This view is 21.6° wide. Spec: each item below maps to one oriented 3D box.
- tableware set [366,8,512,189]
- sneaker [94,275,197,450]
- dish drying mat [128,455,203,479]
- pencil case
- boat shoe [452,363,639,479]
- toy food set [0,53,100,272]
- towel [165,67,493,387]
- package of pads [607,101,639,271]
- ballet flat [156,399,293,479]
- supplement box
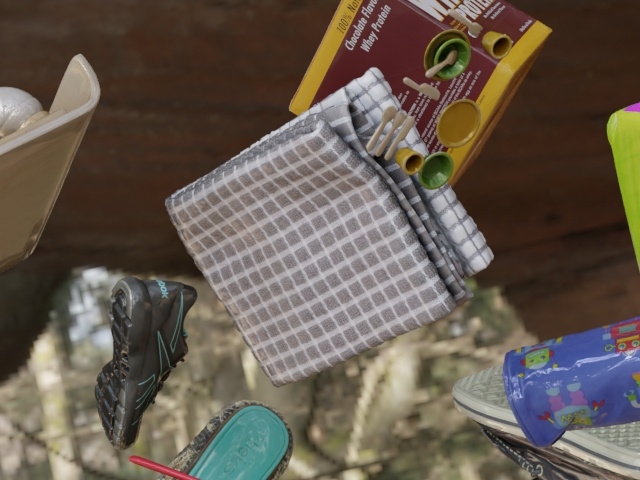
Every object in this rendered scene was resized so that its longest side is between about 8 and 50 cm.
[{"bbox_3d":[0.115,-0.121,1.485,0.104,0.154,0.024,25,11,-40],"label":"tableware set"},{"bbox_3d":[-0.226,0.165,2.196,0.106,0.267,0.101,-7,38,-30],"label":"sneaker"},{"bbox_3d":[-0.122,0.200,1.433,0.083,0.008,0.032,17,-10,24],"label":"dish drying mat"},{"bbox_3d":[0.362,0.149,1.884,0.306,0.133,0.119,-15,35,18],"label":"pencil case"},{"bbox_3d":[0.352,0.287,2.357,0.187,0.156,0.500,-19,21,-27],"label":"boat shoe"},{"bbox_3d":[-0.342,-0.038,1.509,0.306,0.092,0.219,-33,-18,-44],"label":"toy food set"},{"bbox_3d":[0.000,0.000,1.628,0.284,0.235,0.121,-27,5,44],"label":"towel"},{"bbox_3d":[0.296,0.048,1.032,0.101,0.296,0.229,-21,14,-18],"label":"package of pads"},{"bbox_3d":[-0.213,0.414,2.283,0.483,0.164,0.182,-48,2,-34],"label":"ballet flat"},{"bbox_3d":[0.105,-0.182,1.789,0.129,0.194,0.191,-47,-11,-52],"label":"supplement box"}]
